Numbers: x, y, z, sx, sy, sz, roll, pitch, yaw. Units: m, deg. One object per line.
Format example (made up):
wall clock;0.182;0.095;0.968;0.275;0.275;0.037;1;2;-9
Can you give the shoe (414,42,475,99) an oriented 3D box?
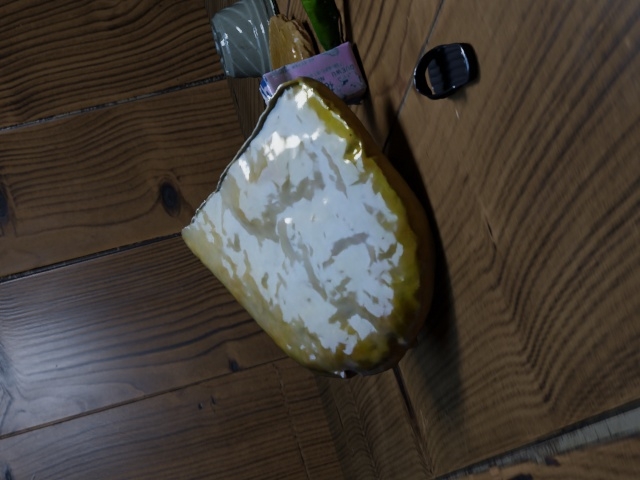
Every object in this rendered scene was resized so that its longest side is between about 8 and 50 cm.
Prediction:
shoe;0.136;-0.198;1.308;0.159;0.053;0.062;-179;71;-78

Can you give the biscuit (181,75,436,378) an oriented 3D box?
biscuit;0.001;0.000;1.738;0.446;0.104;0.429;47;129;19

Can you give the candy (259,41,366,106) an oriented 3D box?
candy;-0.009;-0.245;1.794;0.073;0.160;0.092;106;142;-80

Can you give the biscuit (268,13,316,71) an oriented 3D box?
biscuit;-0.029;-0.295;2.182;0.269;0.051;0.376;90;162;-51

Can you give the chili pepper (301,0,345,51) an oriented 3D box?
chili pepper;-0.012;-0.419;1.740;0.085;0.076;0.359;31;150;34

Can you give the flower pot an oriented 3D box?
flower pot;-0.163;-0.448;2.487;0.235;0.140;0.235;164;90;-83
